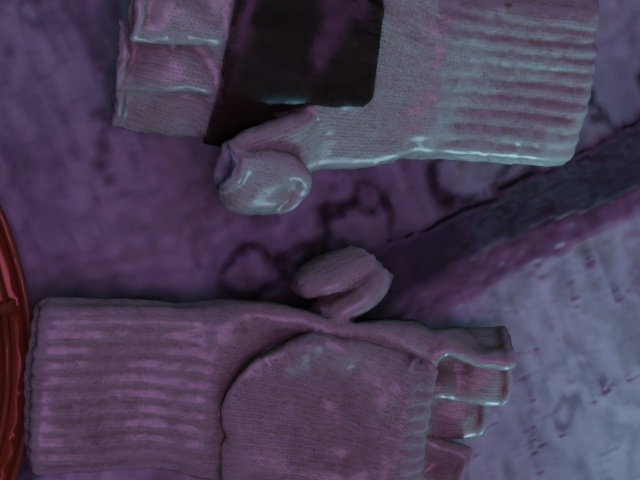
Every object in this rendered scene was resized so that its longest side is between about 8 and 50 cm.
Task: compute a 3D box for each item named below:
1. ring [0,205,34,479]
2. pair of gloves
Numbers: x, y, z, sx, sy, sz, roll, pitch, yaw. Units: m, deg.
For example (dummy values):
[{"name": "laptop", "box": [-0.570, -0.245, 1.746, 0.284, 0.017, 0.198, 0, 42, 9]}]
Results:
[{"name": "ring", "box": [-0.276, 0.054, 0.656, 0.336, 0.032, 0.337, -3, 105, -12]}, {"name": "pair of gloves", "box": [0.000, 0.000, 0.694, 0.204, 0.042, 0.240, 11, 103, -20]}]
